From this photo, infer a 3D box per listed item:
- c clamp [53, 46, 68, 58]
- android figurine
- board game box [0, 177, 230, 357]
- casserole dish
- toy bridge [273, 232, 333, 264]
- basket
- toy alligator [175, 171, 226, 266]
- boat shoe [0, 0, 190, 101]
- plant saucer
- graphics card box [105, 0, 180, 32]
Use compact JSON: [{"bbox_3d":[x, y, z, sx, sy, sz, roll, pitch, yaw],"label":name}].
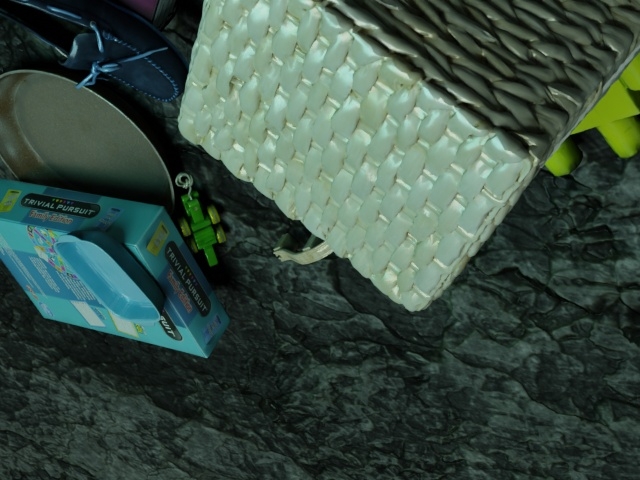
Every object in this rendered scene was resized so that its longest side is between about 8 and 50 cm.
[{"bbox_3d":[-0.316,-0.280,1.632,0.137,0.022,0.161,-4,133,46],"label":"c clamp"},{"bbox_3d":[0.220,-0.179,1.313,0.248,0.056,0.273,-14,130,41],"label":"android figurine"},{"bbox_3d":[-0.327,0.038,1.885,0.336,0.079,0.254,10,143,32],"label":"board game box"},{"bbox_3d":[-0.283,0.046,1.743,0.114,0.037,0.188,-1,135,43],"label":"casserole dish"},{"bbox_3d":[0.000,0.000,1.696,0.026,0.063,0.188,47,142,-20],"label":"toy bridge"},{"bbox_3d":[0.076,-0.166,1.134,0.328,0.266,0.331,37,153,5],"label":"basket"},{"bbox_3d":[-0.177,-0.040,1.792,0.190,0.056,0.051,75,167,-45],"label":"toy alligator"},{"bbox_3d":[-0.273,-0.224,1.442,0.258,0.089,0.109,29,143,-11],"label":"boat shoe"},{"bbox_3d":[-0.332,-0.130,1.797,0.310,0.050,0.311,20,144,16],"label":"plant saucer"},{"bbox_3d":[-0.237,-0.390,1.377,0.232,0.094,0.371,31,146,-1],"label":"graphics card box"}]
